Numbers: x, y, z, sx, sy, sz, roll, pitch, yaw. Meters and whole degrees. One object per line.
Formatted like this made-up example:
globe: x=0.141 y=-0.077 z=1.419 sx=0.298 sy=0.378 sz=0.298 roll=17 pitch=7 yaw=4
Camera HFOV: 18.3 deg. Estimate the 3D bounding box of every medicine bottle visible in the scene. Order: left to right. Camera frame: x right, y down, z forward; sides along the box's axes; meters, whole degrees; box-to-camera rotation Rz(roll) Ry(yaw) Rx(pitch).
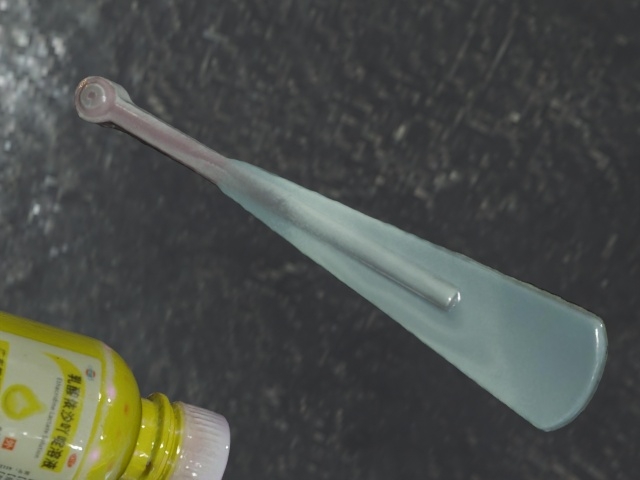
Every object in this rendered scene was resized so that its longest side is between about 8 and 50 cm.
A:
medicine bottle: x=-0.170 y=0.124 z=1.353 sx=0.213 sy=0.122 sz=0.121 roll=18 pitch=50 yaw=-22

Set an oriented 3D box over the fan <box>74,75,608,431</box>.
fan: x=0.000 y=0.000 z=0.892 sx=0.282 sy=0.057 sz=0.023 roll=28 pitch=15 yaw=21
